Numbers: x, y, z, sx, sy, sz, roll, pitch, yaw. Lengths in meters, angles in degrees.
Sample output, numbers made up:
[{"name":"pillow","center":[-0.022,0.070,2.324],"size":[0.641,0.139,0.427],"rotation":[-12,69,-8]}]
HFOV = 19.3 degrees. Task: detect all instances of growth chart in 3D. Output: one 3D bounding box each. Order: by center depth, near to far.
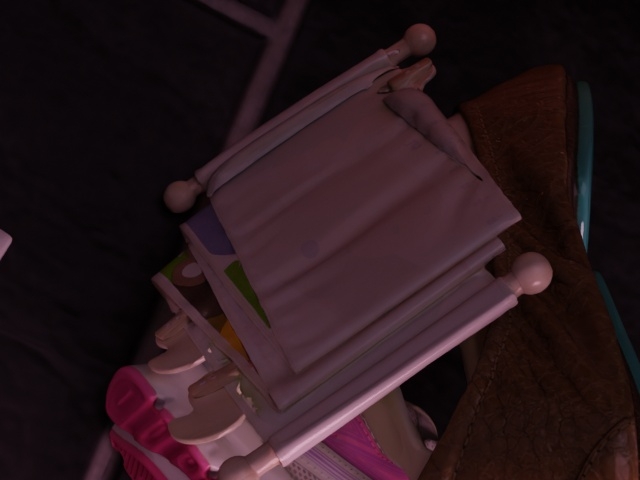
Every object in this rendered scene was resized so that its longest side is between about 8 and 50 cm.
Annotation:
[{"name":"growth chart","center":[0.000,0.000,0.792],"size":[0.172,0.237,0.021],"rotation":[-30,123,6]}]

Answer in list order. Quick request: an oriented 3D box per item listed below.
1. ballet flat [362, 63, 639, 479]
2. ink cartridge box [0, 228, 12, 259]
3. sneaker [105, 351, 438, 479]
[{"name":"ballet flat","center":[0.069,0.022,0.818],"size":[0.124,0.116,0.342],"rotation":[2,37,0]},{"name":"ink cartridge box","center":[-0.227,0.051,0.723],"size":[0.127,0.128,0.176],"rotation":[35,63,-8]},{"name":"sneaker","center":[0.025,0.129,0.815],"size":[0.111,0.103,0.252],"rotation":[-37,89,-28]}]
